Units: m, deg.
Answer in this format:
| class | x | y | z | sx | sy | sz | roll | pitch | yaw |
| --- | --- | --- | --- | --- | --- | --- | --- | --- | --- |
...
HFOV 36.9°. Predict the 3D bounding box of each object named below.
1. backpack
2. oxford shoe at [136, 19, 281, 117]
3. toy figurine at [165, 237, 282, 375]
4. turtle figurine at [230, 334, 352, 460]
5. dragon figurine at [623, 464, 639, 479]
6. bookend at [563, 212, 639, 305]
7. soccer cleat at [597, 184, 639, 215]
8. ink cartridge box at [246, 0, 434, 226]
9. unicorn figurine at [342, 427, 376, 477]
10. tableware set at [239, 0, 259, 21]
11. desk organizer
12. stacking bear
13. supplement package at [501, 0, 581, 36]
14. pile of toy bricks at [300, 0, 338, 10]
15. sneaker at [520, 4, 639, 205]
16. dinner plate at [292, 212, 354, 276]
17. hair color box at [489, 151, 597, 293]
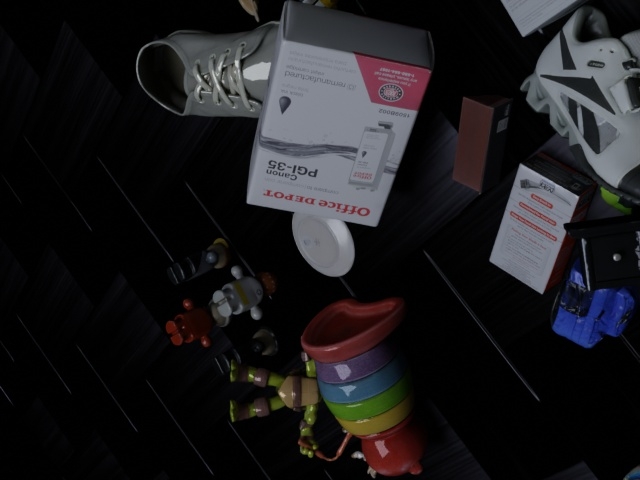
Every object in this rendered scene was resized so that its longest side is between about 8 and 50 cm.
| class | x | y | z | sx | sy | sz | roll | pitch | yaw |
| --- | --- | --- | --- | --- | --- | --- | --- | --- | --- |
| backpack | 0.357 | 0.082 | 1.248 | 0.101 | 0.098 | 0.120 | 32 | 132 | 24 |
| oxford shoe | -0.128 | -0.259 | 1.517 | 0.449 | 0.130 | 0.169 | 12 | 117 | 39 |
| toy figurine | -0.175 | 0.122 | 1.793 | 0.213 | 0.148 | 0.209 | 25 | 124 | 37 |
| turtle figurine | -0.050 | 0.253 | 1.699 | 0.087 | 0.217 | 0.269 | -119 | 31 | -83 |
| dragon figurine | 0.484 | 0.355 | 1.292 | 0.144 | 0.085 | 0.289 | 33 | 134 | 28 |
| bookend | 0.379 | 0.048 | 1.137 | 0.157 | 0.072 | 0.156 | -7 | 96 | 10 |
| soccer cleat | 0.407 | -0.089 | 1.131 | 0.072 | 0.060 | 0.179 | 40 | 141 | -2 |
| ink cartridge box | 0.021 | -0.170 | 1.351 | 0.207 | 0.117 | 0.283 | 10 | 131 | -7 |
| unicorn figurine | 0.087 | 0.334 | 1.714 | 0.111 | 0.060 | 0.162 | -38 | 84 | 42 |
| tableware set | -0.142 | -0.415 | 1.467 | 0.169 | 0.020 | 0.141 | 41 | 160 | 35 |
| desk organizer | 0.218 | -0.135 | 1.298 | 0.050 | 0.047 | 0.130 | 30 | 132 | 34 |
| stacking bear | 0.091 | 0.259 | 1.592 | 0.175 | 0.164 | 0.289 | -5 | 114 | 44 |
| supplement package | 0.247 | -0.344 | 1.087 | 0.179 | 0.105 | 0.105 | 59 | 147 | -1 |
| pile of toy bricks | -0.039 | -0.425 | 1.360 | 0.105 | 0.118 | 0.212 | -46 | 62 | 10 |
| sneaker | 0.341 | -0.148 | 1.042 | 0.330 | 0.122 | 0.146 | 59 | 137 | 43 |
| dinner plate | 0.000 | 0.000 | 1.629 | 0.141 | 0.017 | 0.141 | 26 | 130 | 35 |
| hair color box | 0.295 | -0.022 | 1.282 | 0.093 | 0.053 | 0.167 | 35 | 136 | 28 |
